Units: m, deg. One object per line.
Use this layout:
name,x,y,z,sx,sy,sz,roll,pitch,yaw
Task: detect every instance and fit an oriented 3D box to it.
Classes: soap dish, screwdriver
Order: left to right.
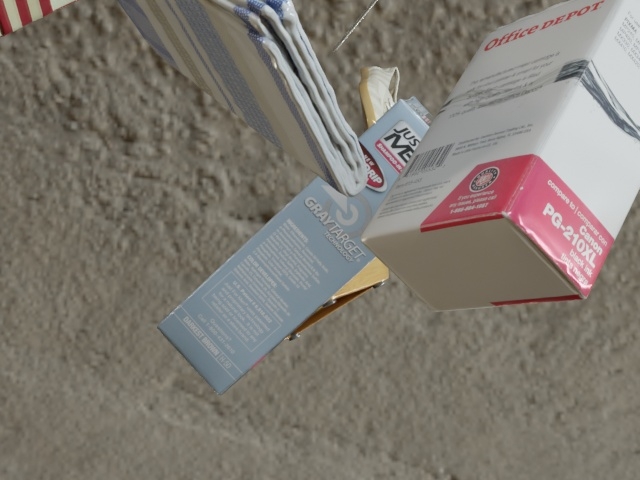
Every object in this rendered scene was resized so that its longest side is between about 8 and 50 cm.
soap dish,-0.042,0.086,1.840,0.290,0.118,0.229,-34,170,32
screwdriver,0.068,-0.291,1.359,0.025,0.024,0.170,35,124,-4

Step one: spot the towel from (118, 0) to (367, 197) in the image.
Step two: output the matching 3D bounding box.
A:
towel,-0.083,-0.158,0.828,0.034,0.285,0.209,-44,144,-10

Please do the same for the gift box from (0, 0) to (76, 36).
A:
gift box,-0.325,-0.341,0.993,0.255,0.276,0.258,-38,152,-26

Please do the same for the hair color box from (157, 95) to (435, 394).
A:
hair color box,0.000,0.000,1.275,0.374,0.185,0.113,-43,90,12

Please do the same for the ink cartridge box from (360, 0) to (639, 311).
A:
ink cartridge box,0.163,-0.070,0.855,0.100,0.237,0.172,43,153,-22

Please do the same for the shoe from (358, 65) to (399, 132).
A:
shoe,0.089,-0.208,1.629,0.058,0.219,0.077,-6,120,6
